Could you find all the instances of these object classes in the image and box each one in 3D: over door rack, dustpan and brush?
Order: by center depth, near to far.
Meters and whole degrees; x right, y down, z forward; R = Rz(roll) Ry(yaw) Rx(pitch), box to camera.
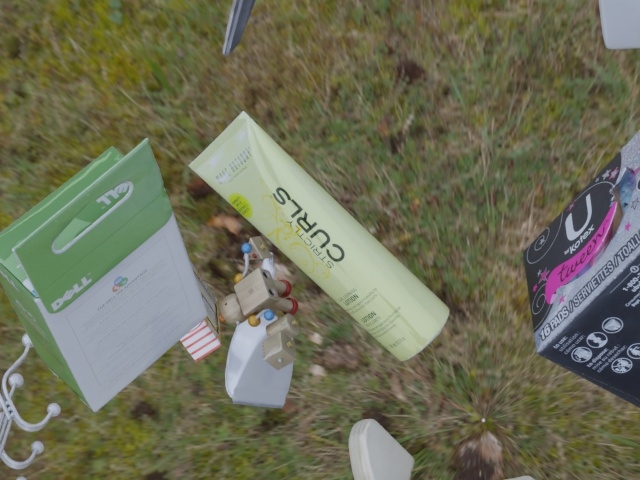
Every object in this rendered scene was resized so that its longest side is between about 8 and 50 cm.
[{"bbox_3d":[-0.080,0.123,1.899,0.060,0.147,0.211,16,89,31],"label":"dustpan and brush"},{"bbox_3d":[-0.491,0.184,1.910,0.108,0.239,0.324,-28,69,-40],"label":"over door rack"}]

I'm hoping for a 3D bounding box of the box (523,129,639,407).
[{"bbox_3d":[0.303,0.003,1.097,0.163,0.142,0.247,28,123,-17],"label":"box"}]

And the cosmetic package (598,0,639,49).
[{"bbox_3d":[0.515,-0.326,1.348,0.453,0.161,0.230,-1,41,20],"label":"cosmetic package"}]

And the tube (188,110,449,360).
[{"bbox_3d":[0.000,0.000,1.105,0.240,0.062,0.070,44,96,-9],"label":"tube"}]

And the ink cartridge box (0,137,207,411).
[{"bbox_3d":[-0.148,0.014,0.880,0.109,0.209,0.062,-41,61,-19],"label":"ink cartridge box"}]

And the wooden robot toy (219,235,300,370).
[{"bbox_3d":[-0.076,0.080,1.543,0.079,0.076,0.173,-33,57,21],"label":"wooden robot toy"}]

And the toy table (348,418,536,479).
[{"bbox_3d":[0.088,0.309,1.291,0.274,0.252,0.161,-9,38,39],"label":"toy table"}]

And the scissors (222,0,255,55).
[{"bbox_3d":[-0.016,-0.239,0.752,0.021,0.109,0.297,41,111,27],"label":"scissors"}]

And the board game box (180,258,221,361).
[{"bbox_3d":[-0.193,0.065,1.842,0.045,0.193,0.147,-33,105,4],"label":"board game box"}]
